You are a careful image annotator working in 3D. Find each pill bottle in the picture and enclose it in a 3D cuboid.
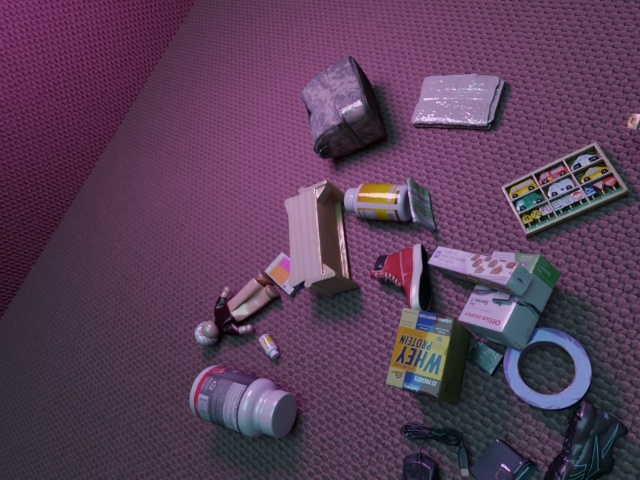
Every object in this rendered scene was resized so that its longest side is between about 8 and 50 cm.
[{"bbox_3d":[-0.239,0.509,1.442,0.318,0.176,0.177,4,72,32],"label":"pill bottle"},{"bbox_3d":[-0.171,0.358,1.547,0.043,0.043,0.083,-46,55,7],"label":"pill bottle"},{"bbox_3d":[0.189,-0.125,1.489,0.214,0.117,0.117,7,74,33],"label":"pill bottle"}]

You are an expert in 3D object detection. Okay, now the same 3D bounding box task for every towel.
[{"bbox_3d":[0.447,-0.457,1.517,0.282,0.049,0.187,11,76,34],"label":"towel"},{"bbox_3d":[0.310,-0.110,1.413,0.023,0.113,0.152,-23,59,37],"label":"towel"}]

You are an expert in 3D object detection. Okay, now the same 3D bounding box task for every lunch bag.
[{"bbox_3d":[0.065,-0.464,1.646,0.255,0.212,0.305,-23,59,20],"label":"lunch bag"}]

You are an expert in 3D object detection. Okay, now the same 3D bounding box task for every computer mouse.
[{"bbox_3d":[0.288,0.604,1.164,0.184,0.060,0.262,-11,53,31],"label":"computer mouse"}]

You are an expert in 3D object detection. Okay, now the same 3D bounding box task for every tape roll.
[{"bbox_3d":[0.549,0.312,1.115,0.188,0.080,0.189,-12,64,26],"label":"tape roll"}]

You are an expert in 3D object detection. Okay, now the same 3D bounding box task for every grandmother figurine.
[{"bbox_3d":[-0.313,0.252,1.645,0.342,0.104,0.208,-40,46,7],"label":"grandmother figurine"}]

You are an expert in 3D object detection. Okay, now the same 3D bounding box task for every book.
[{"bbox_3d":[-0.118,0.116,1.625,0.096,0.035,0.144,-50,54,-1],"label":"book"}]

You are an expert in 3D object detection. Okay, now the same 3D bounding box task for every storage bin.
[{"bbox_3d":[0.425,0.543,1.089,0.135,0.098,0.091,-52,44,2],"label":"storage bin"}]

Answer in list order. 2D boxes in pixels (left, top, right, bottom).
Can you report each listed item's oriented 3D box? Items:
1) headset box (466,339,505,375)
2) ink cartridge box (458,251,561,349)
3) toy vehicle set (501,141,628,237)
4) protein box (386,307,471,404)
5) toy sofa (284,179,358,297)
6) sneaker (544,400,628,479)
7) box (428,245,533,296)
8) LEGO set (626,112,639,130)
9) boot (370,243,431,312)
[{"bbox_3d":[0.438,0.310,1.210,0.083,0.032,0.062,33,89,38],"label":"headset box"},{"bbox_3d":[0.474,0.146,1.166,0.219,0.092,0.160,-58,21,-12],"label":"ink cartridge box"},{"bbox_3d":[0.660,-0.136,1.262,0.266,0.035,0.166,-27,59,19],"label":"toy vehicle set"},{"bbox_3d":[0.288,0.303,1.198,0.135,0.201,0.200,7,74,33],"label":"protein box"},{"bbox_3d":[0.000,0.000,1.530,0.177,0.150,0.363,-20,61,28],"label":"toy sofa"},{"bbox_3d":[0.576,0.496,1.009,0.106,0.101,0.268,23,94,16],"label":"sneaker"},{"bbox_3d":[0.405,0.074,1.204,0.063,0.067,0.324,-56,21,-6],"label":"box"},{"bbox_3d":[0.871,-0.322,1.156,0.286,0.132,0.107,-18,54,-1],"label":"LEGO set"},{"bbox_3d":[0.228,0.128,1.356,0.176,0.088,0.244,-18,39,25],"label":"boot"}]
